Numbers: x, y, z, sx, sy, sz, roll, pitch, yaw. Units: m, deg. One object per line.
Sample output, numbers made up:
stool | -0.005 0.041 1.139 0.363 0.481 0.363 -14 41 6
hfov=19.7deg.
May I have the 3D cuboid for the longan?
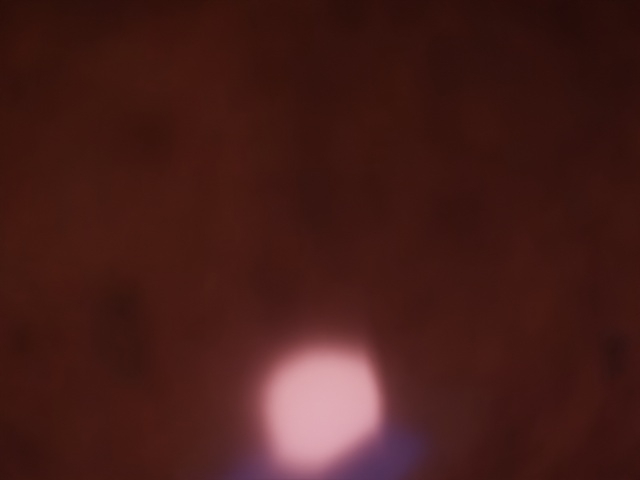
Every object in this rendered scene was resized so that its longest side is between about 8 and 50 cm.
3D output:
longan | 0.001 -0.003 0.510 0.297 0.297 0.297 -5 151 -3
